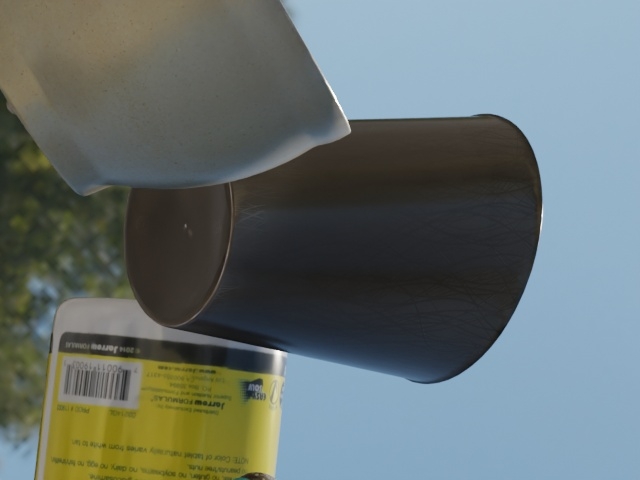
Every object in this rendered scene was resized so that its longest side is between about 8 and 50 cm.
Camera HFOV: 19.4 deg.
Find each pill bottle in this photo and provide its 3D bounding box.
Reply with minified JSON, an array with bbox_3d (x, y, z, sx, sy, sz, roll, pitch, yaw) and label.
[{"bbox_3d":[-0.132,0.219,1.460,0.188,0.188,0.334,-3,-101,61],"label":"pill bottle"}]

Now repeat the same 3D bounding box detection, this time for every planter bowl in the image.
[{"bbox_3d":[-0.075,-0.084,0.744,0.109,0.162,0.162,-32,-162,1],"label":"planter bowl"}]

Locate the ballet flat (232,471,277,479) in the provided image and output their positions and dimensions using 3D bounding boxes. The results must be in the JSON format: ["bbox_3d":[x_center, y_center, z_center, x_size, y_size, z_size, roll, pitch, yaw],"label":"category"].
[{"bbox_3d":[-0.056,0.271,1.345,0.073,0.067,0.206,13,-98,53],"label":"ballet flat"}]

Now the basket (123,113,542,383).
[{"bbox_3d":[0.000,0.000,1.219,0.154,0.227,0.204,57,-50,40],"label":"basket"}]
